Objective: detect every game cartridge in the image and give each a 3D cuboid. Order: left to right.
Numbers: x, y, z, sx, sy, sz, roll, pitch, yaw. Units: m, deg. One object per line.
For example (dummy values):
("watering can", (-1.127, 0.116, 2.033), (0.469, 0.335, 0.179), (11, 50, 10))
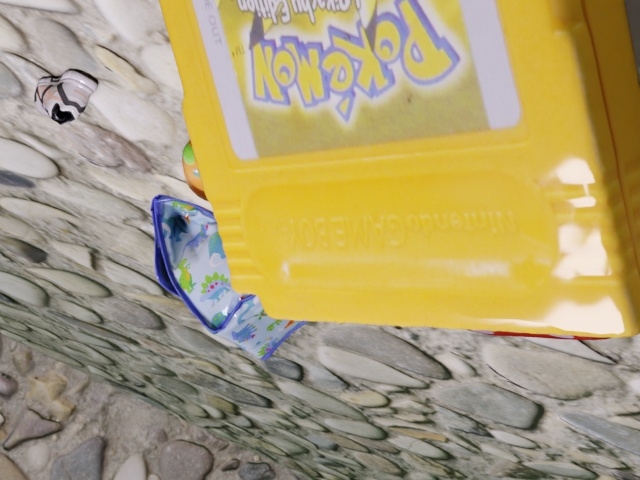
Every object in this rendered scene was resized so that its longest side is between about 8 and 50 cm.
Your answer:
("game cartridge", (0.016, -0.114, 0.616), (0.052, 0.324, 0.285), (-20, -169, -39))

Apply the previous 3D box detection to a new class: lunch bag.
("lunch bag", (-0.093, 0.028, 1.209), (0.151, 0.096, 0.129), (52, -176, 25))

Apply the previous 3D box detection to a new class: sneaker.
("sneaker", (-0.250, -0.130, 1.202), (0.040, 0.044, 0.109), (29, 162, -25))

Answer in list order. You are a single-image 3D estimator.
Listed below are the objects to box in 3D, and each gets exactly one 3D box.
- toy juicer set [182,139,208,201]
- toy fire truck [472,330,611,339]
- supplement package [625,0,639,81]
("toy juicer set", (0.000, 0.000, 1.207), (0.329, 0.089, 0.209), (34, 158, -33))
("toy fire truck", (0.154, -0.041, 0.763), (0.246, 0.217, 0.158), (18, 167, -38))
("supplement package", (0.275, -0.069, 0.572), (0.293, 0.175, 0.177), (0, 152, 47))
